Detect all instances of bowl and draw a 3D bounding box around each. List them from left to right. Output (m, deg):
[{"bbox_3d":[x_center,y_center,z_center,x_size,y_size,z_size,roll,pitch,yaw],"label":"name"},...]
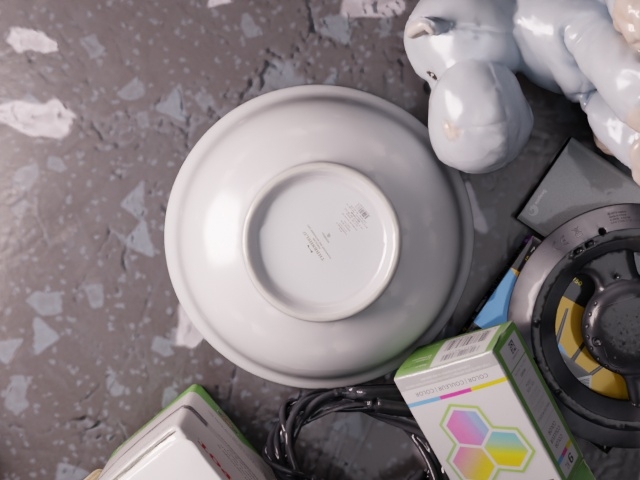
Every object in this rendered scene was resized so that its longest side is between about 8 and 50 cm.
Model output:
[{"bbox_3d":[0.000,0.000,1.394,0.298,0.134,0.297,0,93,-1],"label":"bowl"}]

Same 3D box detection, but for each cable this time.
[{"bbox_3d":[0.034,0.208,1.416,0.185,0.047,0.150,-1,73,-19],"label":"cable"}]

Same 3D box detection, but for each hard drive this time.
[{"bbox_3d":[0.268,-0.023,1.451,0.135,0.022,0.094,34,92,-2],"label":"hard drive"}]

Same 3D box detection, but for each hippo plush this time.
[{"bbox_3d":[0.195,-0.176,1.334,0.237,0.234,0.294,-8,90,1],"label":"hippo plush"}]

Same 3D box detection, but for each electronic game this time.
[{"bbox_3d":[0.287,0.079,1.396,0.229,0.048,0.229,1,97,4],"label":"electronic game"}]

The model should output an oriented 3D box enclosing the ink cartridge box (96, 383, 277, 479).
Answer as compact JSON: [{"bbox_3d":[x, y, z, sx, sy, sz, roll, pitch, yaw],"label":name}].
[{"bbox_3d":[-0.096,0.250,1.331,0.115,0.273,0.198,-39,92,1],"label":"ink cartridge box"}]

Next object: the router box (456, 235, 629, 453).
[{"bbox_3d":[0.235,0.098,1.443,0.179,0.046,0.133,34,90,-2],"label":"router box"}]

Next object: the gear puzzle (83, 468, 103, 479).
[{"bbox_3d":[-0.160,0.388,1.425,0.339,0.044,0.175,50,54,-1],"label":"gear puzzle"}]

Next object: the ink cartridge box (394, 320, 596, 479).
[{"bbox_3d":[0.168,0.186,1.395,0.109,0.062,0.209,-19,107,34],"label":"ink cartridge box"}]
